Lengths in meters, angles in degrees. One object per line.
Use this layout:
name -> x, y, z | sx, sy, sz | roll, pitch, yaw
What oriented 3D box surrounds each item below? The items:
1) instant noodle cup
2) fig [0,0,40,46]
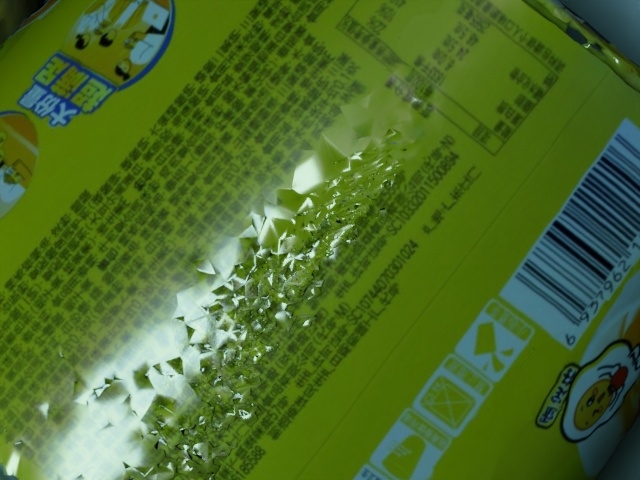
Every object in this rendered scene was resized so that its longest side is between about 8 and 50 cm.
instant noodle cup -> 0.000, 0.000, 0.451 | 0.205, 0.205, 0.153 | 40, 97, 13
fig -> -0.156, -0.077, 0.469 | 0.159, 0.257, 0.159 | 1, 98, 4
